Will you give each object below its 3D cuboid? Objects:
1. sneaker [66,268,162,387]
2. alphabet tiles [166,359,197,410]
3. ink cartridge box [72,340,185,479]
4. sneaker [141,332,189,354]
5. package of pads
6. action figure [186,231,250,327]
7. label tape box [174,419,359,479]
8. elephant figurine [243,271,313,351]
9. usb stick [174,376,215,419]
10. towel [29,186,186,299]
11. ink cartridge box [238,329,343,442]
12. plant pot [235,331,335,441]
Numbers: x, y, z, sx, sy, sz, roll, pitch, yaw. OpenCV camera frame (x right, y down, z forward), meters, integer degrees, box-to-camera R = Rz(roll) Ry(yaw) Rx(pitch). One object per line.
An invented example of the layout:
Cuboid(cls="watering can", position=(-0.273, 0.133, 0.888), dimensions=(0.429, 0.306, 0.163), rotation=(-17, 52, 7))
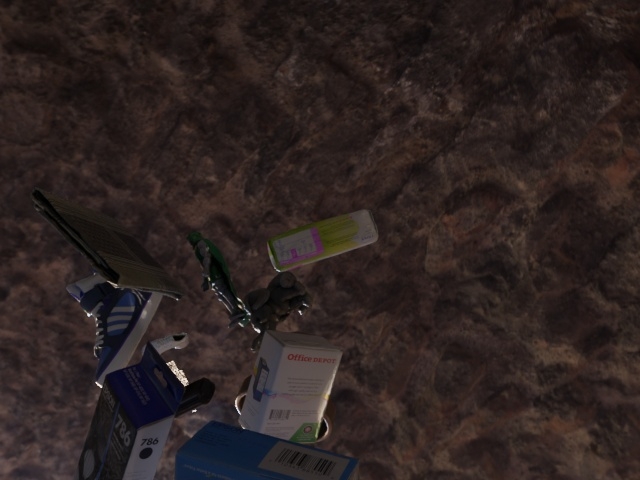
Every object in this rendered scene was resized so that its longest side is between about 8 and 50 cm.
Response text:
Cuboid(cls="sneaker", position=(-0.596, 0.215, 1.495), dimensions=(0.236, 0.322, 0.130), rotation=(27, -40, -9))
Cuboid(cls="alphabet tiles", position=(-0.497, 0.521, 1.977), dimensions=(0.198, 0.009, 0.237), rotation=(62, -33, 2))
Cuboid(cls="ink cartridge box", position=(-0.332, 0.349, 0.923), dimensions=(0.165, 0.065, 0.332), rotation=(29, -78, 47))
Cuboid(cls="sneaker", position=(-0.491, 0.323, 1.756), dimensions=(0.053, 0.152, 0.061), rotation=(61, -28, 25))
Cuboid(cls="package of pads", position=(0.000, 0.000, 1.546), dimensions=(0.297, 0.229, 0.101), rotation=(-18, -90, -5))
Cuboid(cls="action figure", position=(-0.230, 0.075, 1.206), dimensions=(0.232, 0.064, 0.137), rotation=(58, -26, 21))
Cuboid(cls="label tape box", position=(-0.089, 0.475, 0.829), dimensions=(0.249, 0.115, 0.347), rotation=(8, -77, 17))
Cuboid(cls="elephant figurine", position=(-0.156, 0.210, 1.705), dimensions=(0.239, 0.186, 0.169), rotation=(-40, -98, -11))
Cuboid(cls="usb stick", position=(-0.344, 0.366, 1.154), dimensions=(0.278, 0.077, 0.045), rotation=(-28, -74, 10))
Cuboid(cls="towel", position=(-0.482, 0.022, 1.270), dimensions=(0.312, 0.324, 0.056), rotation=(42, -91, 16))
Cuboid(cls="ink cartridge box", position=(-0.061, 0.306, 1.163), dimensions=(0.093, 0.154, 0.212), rotation=(27, -78, 56))
Cuboid(cls="plant pot", position=(-0.066, 0.379, 1.494), dimensions=(0.263, 0.229, 0.263), rotation=(11, -44, 11))
